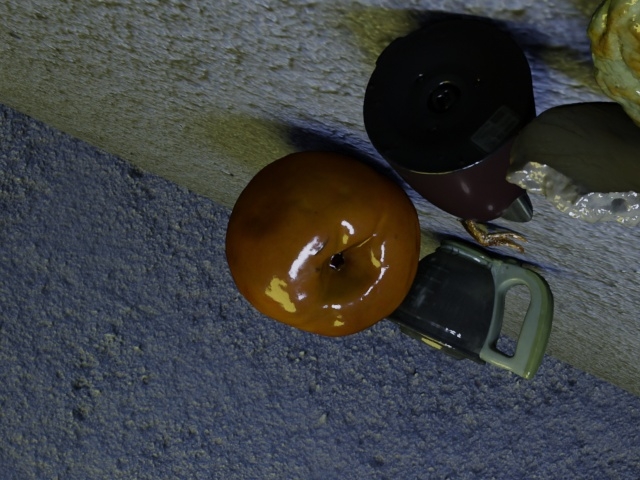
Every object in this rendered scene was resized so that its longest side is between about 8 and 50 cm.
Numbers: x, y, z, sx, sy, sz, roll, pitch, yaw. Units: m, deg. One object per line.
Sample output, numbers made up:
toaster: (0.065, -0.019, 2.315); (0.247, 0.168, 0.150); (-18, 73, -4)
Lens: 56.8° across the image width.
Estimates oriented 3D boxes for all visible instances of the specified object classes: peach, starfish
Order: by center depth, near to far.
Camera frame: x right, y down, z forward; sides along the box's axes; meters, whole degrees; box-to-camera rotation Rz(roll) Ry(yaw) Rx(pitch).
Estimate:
peach: (0.000, 0.000, 1.054); (0.343, 0.343, 0.301); (28, -166, -25)
starfish: (0.287, -0.015, 1.059); (0.130, 0.041, 0.133); (32, 169, -35)

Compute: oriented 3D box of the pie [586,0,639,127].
pie: (0.261, -0.111, 0.337); (0.201, 0.090, 0.248); (23, 174, 19)

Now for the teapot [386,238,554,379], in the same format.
teapot: (0.297, 0.124, 1.232); (0.239, 0.239, 0.321); (26, 176, -20)

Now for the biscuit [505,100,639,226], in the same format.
biscuit: (0.272, -0.065, 0.474); (0.290, 0.141, 0.038); (4, 137, -13)

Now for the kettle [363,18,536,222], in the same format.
kettle: (0.131, -0.107, 0.611); (0.202, 0.144, 0.232); (42, -176, 27)
